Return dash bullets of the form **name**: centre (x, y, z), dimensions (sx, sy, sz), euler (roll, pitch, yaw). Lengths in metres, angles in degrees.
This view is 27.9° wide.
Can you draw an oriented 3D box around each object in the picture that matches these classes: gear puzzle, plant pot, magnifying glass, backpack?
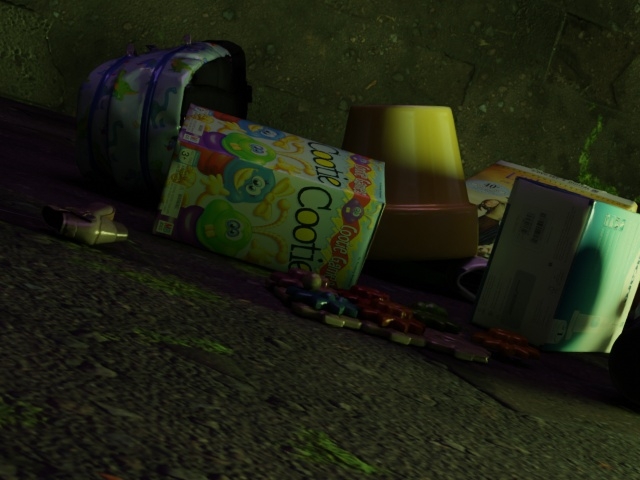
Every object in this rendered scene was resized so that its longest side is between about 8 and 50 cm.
- **gear puzzle**: centre (0.112, 0.088, 1.492), dimensions (0.339, 0.044, 0.175), euler (16, 6, -18)
- **plant pot**: centre (0.127, -0.096, 2.066), dimensions (0.254, 0.239, 0.254), euler (0, 4, 0)
- **magnifying glass**: centre (0.185, 0.059, 2.126), dimensions (0.231, 0.026, 0.092), euler (19, 6, 8)
- **backpack**: centre (-0.243, -0.181, 2.055), dimensions (0.273, 0.290, 0.355), euler (8, 13, -6)

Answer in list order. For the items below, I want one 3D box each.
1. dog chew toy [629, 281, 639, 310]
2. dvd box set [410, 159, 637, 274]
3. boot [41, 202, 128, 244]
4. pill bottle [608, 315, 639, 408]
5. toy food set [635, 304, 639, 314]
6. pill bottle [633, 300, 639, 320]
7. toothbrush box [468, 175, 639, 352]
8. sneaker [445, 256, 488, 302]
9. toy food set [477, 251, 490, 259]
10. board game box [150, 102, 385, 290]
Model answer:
- **dog chew toy**: centre (0.517, 0.037, 2.541), dimensions (0.332, 0.206, 0.206), euler (6, 11, -30)
- **dvd box set**: centre (0.354, -0.022, 2.368), dimensions (0.307, 0.062, 0.420), euler (22, 33, 32)
- **boot**: centre (-0.272, -0.024, 1.443), dimensions (0.087, 0.042, 0.118), euler (11, 8, -35)
- **pill bottle**: centre (0.412, 0.142, 1.496), dimensions (0.123, 0.123, 0.219), euler (21, 7, 29)
- **toy food set**: centre (0.544, 0.157, 1.815), dimensions (0.232, 0.111, 0.104), euler (23, 7, 24)
- **pill bottle**: centre (0.570, 0.146, 1.644), dimensions (0.323, 0.181, 0.181), euler (20, 6, 26)
- **toothbrush box**: centre (0.356, 0.041, 1.846), dimensions (0.126, 0.216, 0.295), euler (21, 7, 32)
- **sneaker**: centre (0.325, 0.087, 2.036), dimensions (0.258, 0.094, 0.091), euler (8, 15, 0)
- **toy food set**: centre (0.319, 0.029, 2.096), dimensions (0.078, 0.019, 0.122), euler (-2, -15, 39)
- **board game box**: centre (-0.066, -0.058, 1.701), dimensions (0.275, 0.142, 0.144), euler (17, 25, -6)
